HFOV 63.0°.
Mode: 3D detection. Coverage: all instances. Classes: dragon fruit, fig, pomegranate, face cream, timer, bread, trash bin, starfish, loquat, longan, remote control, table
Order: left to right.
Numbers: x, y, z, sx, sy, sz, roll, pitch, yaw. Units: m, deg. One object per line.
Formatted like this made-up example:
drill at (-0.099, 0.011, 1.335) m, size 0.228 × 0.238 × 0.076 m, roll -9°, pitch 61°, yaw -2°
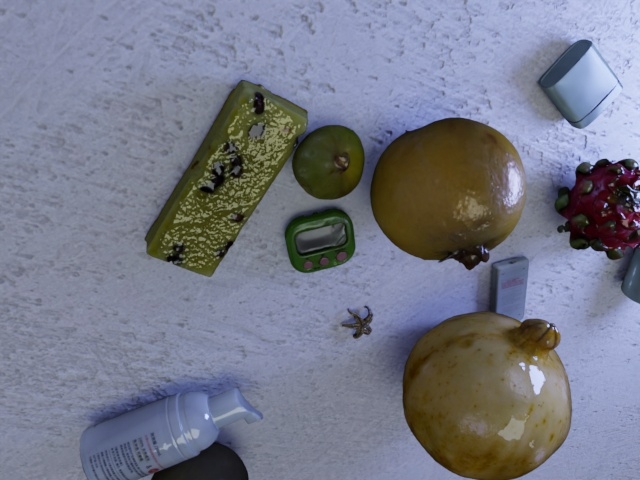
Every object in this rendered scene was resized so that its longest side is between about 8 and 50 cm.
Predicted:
face cream at (-0.317, 0.412, 1.151) m, size 0.369 × 0.145 × 0.145 m, roll -21°, pitch 122°, yaw -5°
longan at (-0.282, 0.593, 1.224) m, size 0.248 × 0.248 × 0.248 m, roll -7°, pitch 120°, yaw -12°
bread at (-0.169, -0.104, 0.935) m, size 0.138 × 0.077 × 0.361 m, roll 26°, pitch 109°, yaw -28°
timer at (0.000, 0.000, 1.061) m, size 0.140 × 0.047 × 0.128 m, roll -14°, pitch 123°, yaw -8°
fig at (0.016, -0.139, 0.939) m, size 0.120 × 0.153 × 0.136 m, roll 12°, pitch 105°, yaw 24°
starfish at (0.090, 0.189, 1.205) m, size 0.078 × 0.028 × 0.091 m, roll -33°, pitch 118°, yaw 7°
loquat at (0.235, -0.079, 0.949) m, size 0.274 × 0.275 × 0.275 m, roll -7°, pitch 120°, yaw -12°
pomegranate at (0.379, 0.320, 1.157) m, size 0.410 × 0.410 × 0.410 m, roll -7°, pitch 120°, yaw -12°
remote control at (0.458, 0.128, 1.272) m, size 0.087 × 0.029 × 0.190 m, roll -14°, pitch 122°, yaw -7°
trash bin at (0.511, -0.304, 1.025) m, size 0.130 × 0.059 × 0.116 m, roll 36°, pitch 103°, yaw -28°
dragon fruit at (0.634, -0.058, 1.121) m, size 0.272 × 0.198 × 0.218 m, roll 27°, pitch 100°, yaw -28°
table at (0.833, 0.042, 1.274) m, size 0.126 × 0.126 × 0.220 m, roll -5°, pitch 121°, yaw -13°
